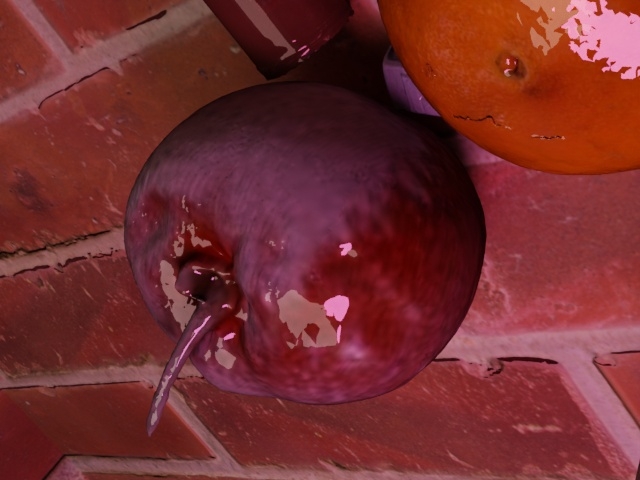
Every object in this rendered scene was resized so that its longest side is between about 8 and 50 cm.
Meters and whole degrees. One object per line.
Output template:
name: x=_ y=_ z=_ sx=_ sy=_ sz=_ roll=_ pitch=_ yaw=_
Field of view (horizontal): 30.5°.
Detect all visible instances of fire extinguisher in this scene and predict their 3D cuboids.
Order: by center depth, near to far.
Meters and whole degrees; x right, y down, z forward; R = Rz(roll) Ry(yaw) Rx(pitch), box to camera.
fire extinguisher: x=-0.095 y=-0.307 z=1.017 sx=0.147 sy=0.106 sz=0.337 roll=-24 pitch=115 yaw=38

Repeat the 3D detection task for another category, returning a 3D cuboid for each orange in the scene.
orange: x=0.176 y=-0.176 z=0.791 sx=0.284 sy=0.226 sz=0.284 roll=22 pitch=143 yaw=18

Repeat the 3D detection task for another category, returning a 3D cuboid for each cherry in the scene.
cherry: x=-0.012 y=-0.004 z=1.089 sx=0.326 sy=0.335 sz=0.291 roll=11 pitch=115 yaw=10

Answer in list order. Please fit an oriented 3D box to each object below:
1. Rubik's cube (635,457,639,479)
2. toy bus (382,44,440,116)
Rubik's cube: x=0.415 y=0.136 z=0.763 sx=0.344 sy=0.347 sz=0.346 roll=20 pitch=145 yaw=7
toy bus: x=0.142 y=-0.137 z=1.008 sx=0.190 sy=0.075 sz=0.064 roll=13 pitch=140 yaw=34
